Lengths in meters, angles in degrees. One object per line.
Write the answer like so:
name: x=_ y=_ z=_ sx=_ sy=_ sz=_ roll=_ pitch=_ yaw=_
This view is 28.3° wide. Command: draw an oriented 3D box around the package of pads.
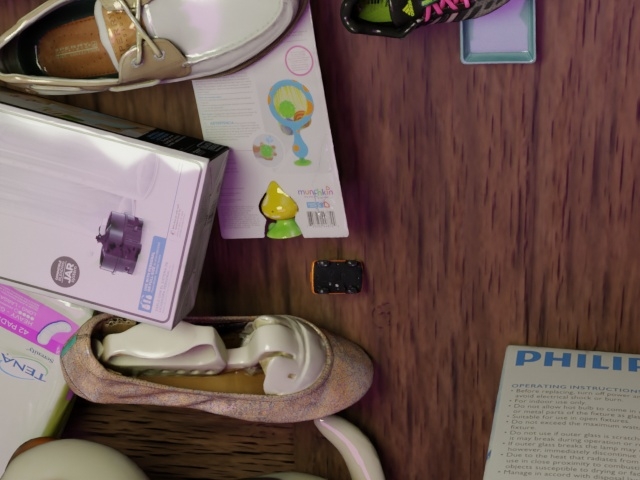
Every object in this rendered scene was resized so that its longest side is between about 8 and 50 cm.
package of pads: x=-0.356 y=0.109 z=1.340 sx=0.229 sy=0.101 sz=0.296 roll=28 pitch=120 yaw=-2

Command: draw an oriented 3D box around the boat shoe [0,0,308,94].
boat shoe: x=-0.155 y=-0.182 z=1.111 sx=0.302 sy=0.103 sz=0.113 roll=-14 pitch=97 yaw=27

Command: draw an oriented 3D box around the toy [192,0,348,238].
toy: x=-0.045 y=-0.120 z=1.171 sx=0.137 sy=0.056 sz=0.237 roll=0 pitch=106 yaw=27

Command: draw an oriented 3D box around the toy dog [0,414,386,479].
toy dog: x=-0.146 y=0.341 z=1.275 sx=0.408 sy=0.284 sz=0.395 roll=20 pitch=104 yaw=-19

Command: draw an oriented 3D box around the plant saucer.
plant saucer: x=0.152 y=-0.246 z=1.091 sx=0.067 sy=0.018 sz=0.192 roll=1 pitch=118 yaw=12

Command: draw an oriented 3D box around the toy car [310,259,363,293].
toy car: x=0.000 y=0.000 z=1.253 sx=0.040 sy=0.060 sz=0.122 roll=-3 pitch=105 yaw=62

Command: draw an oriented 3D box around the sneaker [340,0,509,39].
sneaker: x=0.089 y=-0.206 z=1.078 sx=0.171 sy=0.075 sz=0.063 roll=-6 pitch=114 yaw=27

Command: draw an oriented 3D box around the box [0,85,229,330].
box: x=-0.246 y=-0.038 z=1.163 sx=0.290 sy=0.087 sz=0.169 roll=16 pitch=104 yaw=5

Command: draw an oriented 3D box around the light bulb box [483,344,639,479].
light bulb box: x=0.260 y=0.341 z=1.177 sx=0.225 sy=0.361 sz=0.357 roll=4 pitch=118 yaw=12

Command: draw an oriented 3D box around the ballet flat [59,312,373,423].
ballet flat: x=-0.090 y=0.116 z=1.226 sx=0.316 sy=0.107 sz=0.106 roll=0 pitch=150 yaw=-15
